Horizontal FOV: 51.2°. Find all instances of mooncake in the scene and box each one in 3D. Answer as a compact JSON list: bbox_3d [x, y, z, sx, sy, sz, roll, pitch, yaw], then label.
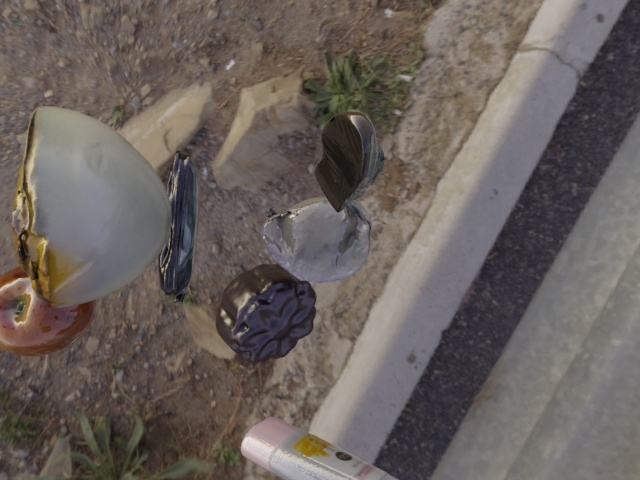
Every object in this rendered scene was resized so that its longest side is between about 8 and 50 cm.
[{"bbox_3d":[-0.135,0.203,1.796,0.282,0.141,0.283,-19,129,-26],"label":"mooncake"}]

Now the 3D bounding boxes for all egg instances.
[{"bbox_3d":[-0.291,-0.046,0.886,0.173,0.286,0.265,-2,76,-8],"label":"egg"}]

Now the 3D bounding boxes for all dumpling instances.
[{"bbox_3d":[-0.008,-0.007,1.680,0.292,0.163,0.205,-14,101,-22],"label":"dumpling"}]

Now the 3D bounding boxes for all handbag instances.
[{"bbox_3d":[-0.310,-0.027,1.484,0.074,0.191,0.333,4,87,-6],"label":"handbag"}]

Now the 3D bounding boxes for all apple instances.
[{"bbox_3d":[-0.676,0.163,1.610,0.253,0.253,0.254,-3,102,-15],"label":"apple"}]

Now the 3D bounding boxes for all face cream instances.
[{"bbox_3d":[0.004,0.276,0.806,0.198,0.084,0.057,20,102,26],"label":"face cream"}]

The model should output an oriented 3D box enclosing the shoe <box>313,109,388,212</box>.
[{"bbox_3d":[0.055,-0.130,1.037,0.098,0.275,0.103,-32,84,-12],"label":"shoe"}]
